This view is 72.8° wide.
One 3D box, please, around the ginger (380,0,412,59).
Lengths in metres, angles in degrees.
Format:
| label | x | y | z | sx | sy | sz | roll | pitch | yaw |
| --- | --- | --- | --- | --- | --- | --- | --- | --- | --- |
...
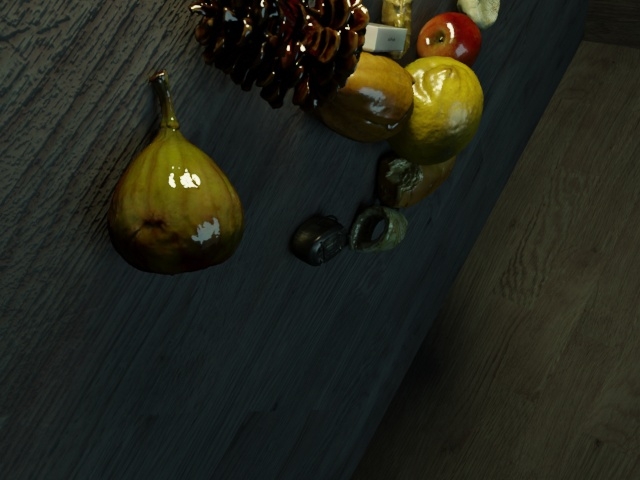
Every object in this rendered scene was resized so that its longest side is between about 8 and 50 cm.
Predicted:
| label | x | y | z | sx | sy | sz | roll | pitch | yaw |
| --- | --- | --- | --- | --- | --- | --- | --- | --- | --- |
| ginger | 0.191 | -0.544 | 1.096 | 0.115 | 0.081 | 0.205 | -55 | 151 | -28 |

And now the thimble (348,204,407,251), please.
| label | x | y | z | sx | sy | sz | roll | pitch | yaw |
| --- | --- | --- | --- | --- | --- | --- | --- | --- | --- |
| thimble | 0.187 | -0.028 | 1.444 | 0.190 | 0.137 | 0.143 | -48 | 157 | 21 |

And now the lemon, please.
| label | x | y | z | sx | sy | sz | roll | pitch | yaw |
| --- | --- | --- | --- | --- | --- | --- | --- | --- | --- |
| lemon | 0.306 | -0.359 | 1.215 | 0.297 | 0.297 | 0.297 | -38 | 141 | -38 |

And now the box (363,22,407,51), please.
| label | x | y | z | sx | sy | sz | roll | pitch | yaw |
| --- | --- | --- | --- | --- | --- | --- | --- | --- | --- |
| box | 0.104 | -0.461 | 0.976 | 0.130 | 0.129 | 0.051 | -28 | 135 | -46 |

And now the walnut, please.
| label | x | y | z | sx | sy | sz | roll | pitch | yaw |
| --- | --- | --- | --- | --- | --- | --- | --- | --- | --- |
| walnut | 0.089 | -0.330 | 0.995 | 0.336 | 0.209 | 0.209 | -9 | 120 | -47 |

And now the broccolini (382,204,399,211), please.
| label | x | y | z | sx | sy | sz | roll | pitch | yaw |
| --- | --- | --- | --- | --- | --- | --- | --- | --- | --- |
| broccolini | 0.290 | -0.163 | 1.571 | 0.202 | 0.068 | 0.091 | -53 | 129 | -20 |

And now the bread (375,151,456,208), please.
| label | x | y | z | sx | sy | sz | roll | pitch | yaw |
| --- | --- | --- | --- | --- | --- | --- | --- | --- | --- |
| bread | 0.338 | -0.235 | 1.493 | 0.344 | 0.149 | 0.195 | -34 | 133 | -41 |

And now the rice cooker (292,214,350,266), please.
| label | x | y | z | sx | sy | sz | roll | pitch | yaw |
| --- | --- | --- | --- | --- | --- | --- | --- | --- | --- |
| rice cooker | 0.000 | 0.000 | 1.202 | 0.165 | 0.106 | 0.112 | -31 | 134 | -28 |

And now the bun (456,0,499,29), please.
| label | x | y | z | sx | sy | sz | roll | pitch | yaw |
| --- | --- | --- | --- | --- | --- | --- | --- | --- | --- |
| bun | 0.496 | -0.762 | 1.390 | 0.183 | 0.102 | 0.183 | -12 | 108 | -42 |

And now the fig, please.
| label | x | y | z | sx | sy | sz | roll | pitch | yaw |
| --- | --- | --- | --- | --- | --- | --- | --- | --- | --- |
| fig | -0.227 | -0.108 | 0.698 | 0.217 | 0.217 | 0.320 | -8 | 99 | -56 |

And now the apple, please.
| label | x | y | z | sx | sy | sz | roll | pitch | yaw |
| --- | --- | --- | --- | --- | --- | --- | --- | --- | --- |
| apple | 0.375 | -0.573 | 1.273 | 0.168 | 0.181 | 0.181 | -2 | 115 | -55 |

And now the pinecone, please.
| label | x | y | z | sx | sy | sz | roll | pitch | yaw |
| --- | --- | --- | --- | --- | --- | --- | --- | --- | --- |
| pinecone | -0.066 | -0.342 | 0.701 | 0.292 | 0.246 | 0.246 | -2 | 116 | -40 |
